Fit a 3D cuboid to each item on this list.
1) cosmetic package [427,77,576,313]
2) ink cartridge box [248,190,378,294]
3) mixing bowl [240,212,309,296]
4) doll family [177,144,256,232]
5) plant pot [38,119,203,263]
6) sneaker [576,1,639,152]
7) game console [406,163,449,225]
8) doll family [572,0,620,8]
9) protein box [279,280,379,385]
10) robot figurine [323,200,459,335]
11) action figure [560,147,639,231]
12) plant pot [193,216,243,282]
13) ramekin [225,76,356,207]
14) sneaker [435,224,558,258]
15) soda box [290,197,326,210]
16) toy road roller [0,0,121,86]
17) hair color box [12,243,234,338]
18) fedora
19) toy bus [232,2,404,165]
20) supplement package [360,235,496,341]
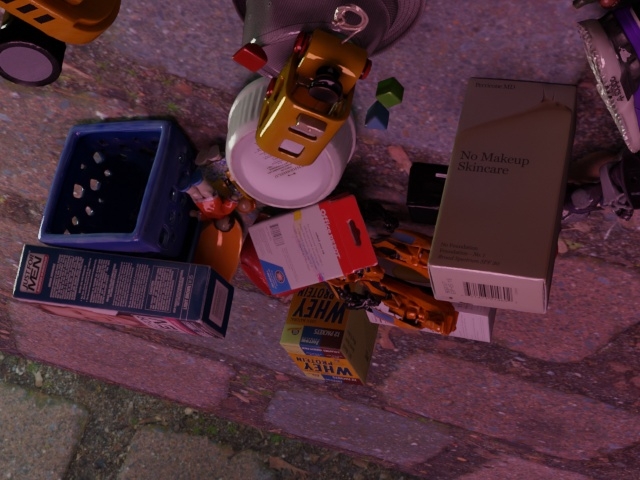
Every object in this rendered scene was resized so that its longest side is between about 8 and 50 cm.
[{"bbox_3d":[0.257,-0.066,1.382,0.160,0.309,0.113,6,154,16],"label":"cosmetic package"},{"bbox_3d":[0.000,0.000,1.753,0.231,0.078,0.134,-16,97,33],"label":"ink cartridge box"},{"bbox_3d":[-0.093,0.044,1.956,0.181,0.098,0.181,43,165,14],"label":"mixing bowl"},{"bbox_3d":[-0.113,-0.110,1.761,0.263,0.118,0.163,-18,136,21],"label":"doll family"},{"bbox_3d":[-0.336,-0.067,1.815,0.236,0.236,0.212,1,158,28],"label":"plant pot"},{"bbox_3d":[0.423,-0.209,1.241,0.146,0.102,0.293,-27,155,15],"label":"sneaker"},{"bbox_3d":[0.212,-0.072,1.684,0.122,0.107,0.071,7,-171,15],"label":"game console"},{"bbox_3d":[0.355,-0.306,1.085,0.111,0.076,0.193,-1,178,-43],"label":"doll family"},{"bbox_3d":[0.029,0.173,2.115,0.136,0.201,0.200,4,152,21],"label":"protein box"},{"bbox_3d":[0.122,0.052,1.794,0.291,0.211,0.085,20,-162,25],"label":"robot figurine"},{"bbox_3d":[0.404,-0.063,1.487,0.185,0.099,0.285,-17,172,-21],"label":"action figure"},{"bbox_3d":[-0.290,0.014,2.009,0.188,0.205,0.205,22,159,24],"label":"plant pot"},{"bbox_3d":[-0.051,-0.145,1.552,0.207,0.109,0.207,6,134,6],"label":"ramekin"},{"bbox_3d":[0.311,0.001,1.773,0.221,0.087,0.128,22,165,14],"label":"sneaker"},{"bbox_3d":[-0.012,-0.021,1.913,0.061,0.058,0.181,9,154,14],"label":"soda box"},{"bbox_3d":[-0.401,-0.377,1.266,0.329,0.203,0.240,28,140,-35],"label":"toy road roller"},{"bbox_3d":[-0.347,0.093,1.781,0.347,0.105,0.174,7,166,12],"label":"hair color box"},{"bbox_3d":[-0.006,-0.281,1.308,0.275,0.124,0.243,-11,144,43],"label":"fedora"},{"bbox_3d":[-0.008,-0.177,1.252,0.191,0.104,0.202,-5,146,24],"label":"toy bus"},{"bbox_3d":[0.217,0.094,1.923,0.244,0.139,0.134,8,155,16],"label":"supplement package"}]
